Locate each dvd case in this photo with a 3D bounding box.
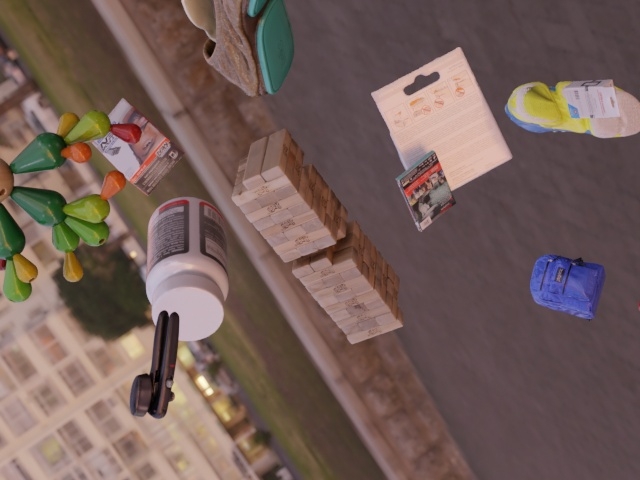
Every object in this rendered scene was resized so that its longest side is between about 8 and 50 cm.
[{"bbox_3d":[0.183,-0.085,1.972,0.013,0.087,0.119,31,155,52],"label":"dvd case"}]

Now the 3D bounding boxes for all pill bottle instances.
[{"bbox_3d":[-0.262,0.056,2.245,0.283,0.161,0.161,-98,-16,-53],"label":"pill bottle"}]

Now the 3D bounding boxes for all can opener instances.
[{"bbox_3d":[-0.267,0.210,1.927,0.059,0.186,0.073,14,178,29],"label":"can opener"}]

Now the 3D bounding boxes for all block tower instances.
[{"bbox_3d":[0.000,0.000,1.620,0.335,0.091,0.097,53,-152,-32],"label":"block tower"}]

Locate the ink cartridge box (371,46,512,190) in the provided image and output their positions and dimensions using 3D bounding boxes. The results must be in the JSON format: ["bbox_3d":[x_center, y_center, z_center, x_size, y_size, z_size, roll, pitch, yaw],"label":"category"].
[{"bbox_3d":[0.213,-0.203,2.022,0.225,0.181,0.056,62,-179,-12],"label":"ink cartridge box"}]

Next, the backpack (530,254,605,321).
[{"bbox_3d":[0.427,0.071,1.995,0.120,0.098,0.101,14,163,23],"label":"backpack"}]

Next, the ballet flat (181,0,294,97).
[{"bbox_3d":[-0.089,-0.268,1.160,0.124,0.116,0.342,23,159,7],"label":"ballet flat"}]

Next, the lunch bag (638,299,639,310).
[{"bbox_3d":[0.689,0.101,1.830,0.258,0.293,0.120,131,134,-57],"label":"lunch bag"}]

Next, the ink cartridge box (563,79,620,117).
[{"bbox_3d":[0.392,-0.201,1.623,0.083,0.028,0.048,6,124,47],"label":"ink cartridge box"}]

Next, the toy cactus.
[{"bbox_3d":[-0.290,-0.050,1.137,0.180,0.219,0.112,25,-157,-21],"label":"toy cactus"}]

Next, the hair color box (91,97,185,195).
[{"bbox_3d":[-0.299,-0.153,1.846,0.167,0.093,0.053,40,180,44],"label":"hair color box"}]

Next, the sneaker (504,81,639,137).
[{"bbox_3d":[0.426,-0.224,1.954,0.126,0.240,0.091,178,102,-77],"label":"sneaker"}]
